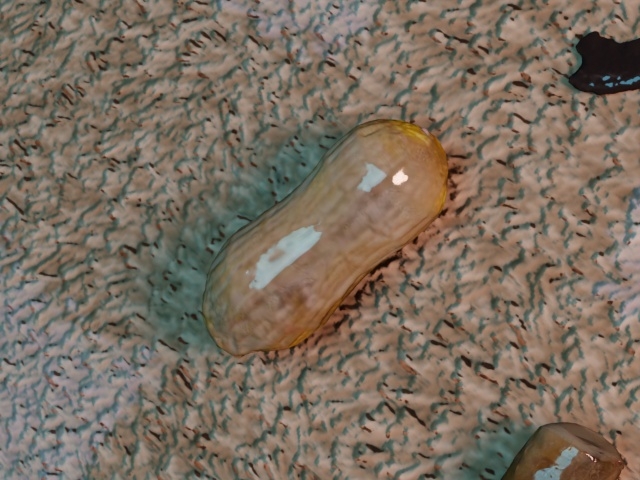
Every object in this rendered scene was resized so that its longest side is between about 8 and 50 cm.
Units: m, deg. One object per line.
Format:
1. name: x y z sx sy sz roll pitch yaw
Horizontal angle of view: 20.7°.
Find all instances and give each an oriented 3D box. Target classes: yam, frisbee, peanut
1. yam: 0.079 0.236 1.064 0.066 0.066 0.299 41 100 34
2. frisbee: 0.240 -0.108 1.087 0.187 0.012 0.211 -2 77 33
3. peanut: 0.000 0.000 1.165 0.207 0.087 0.087 -43 58 15
